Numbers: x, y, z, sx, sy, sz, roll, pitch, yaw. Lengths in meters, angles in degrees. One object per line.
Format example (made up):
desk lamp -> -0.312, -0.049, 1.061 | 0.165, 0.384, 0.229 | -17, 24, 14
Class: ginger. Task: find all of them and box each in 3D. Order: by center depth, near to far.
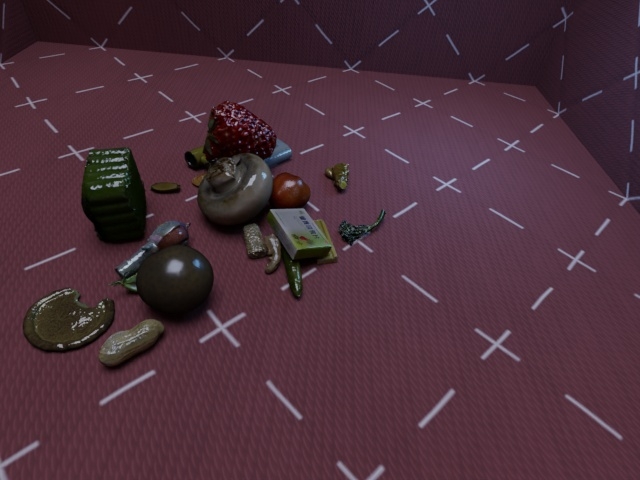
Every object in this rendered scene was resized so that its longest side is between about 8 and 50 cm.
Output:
ginger -> -0.196, 0.051, 1.680 | 0.070, 0.051, 0.173 | -3, 60, -2
ginger -> 0.105, -0.341, 2.127 | 0.115, 0.081, 0.205 | -17, 47, -15

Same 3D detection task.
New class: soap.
soap -> 0.000, 0.001, 1.794 | 0.092, 0.037, 0.251 | -6, 45, -14

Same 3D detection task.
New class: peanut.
peanut -> -0.624, 0.334, 1.347 | 0.215, 0.090, 0.099 | -26, 42, -32

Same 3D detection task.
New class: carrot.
carrot -> -0.120, 0.087, 1.669 | 0.074, 0.074, 0.358 | -6, 46, -12

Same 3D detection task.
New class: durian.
durian -> -0.676, 0.137, 1.536 | 0.216, 0.100, 0.086 | -31, 53, -22

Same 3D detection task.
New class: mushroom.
mushroom -> -0.393, -0.247, 1.797 | 0.363, 0.294, 0.361 | -16, 48, 19

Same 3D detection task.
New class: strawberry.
strawberry -> -0.386, -0.498, 2.007 | 0.346, 0.316, 0.295 | 13, 11, -17

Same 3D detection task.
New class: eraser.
eraser -> -0.295, -0.472, 2.224 | 0.227, 0.081, 0.174 | -31, 58, -33

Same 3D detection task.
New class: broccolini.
broccolini -> 0.191, -0.082, 1.882 | 0.272, 0.062, 0.123 | -34, 71, -27

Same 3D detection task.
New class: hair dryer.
hair dryer -> -0.559, -0.403, 2.113 | 0.279, 0.090, 0.135 | 29, 41, 22

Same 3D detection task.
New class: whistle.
whistle -> -0.654, 0.028, 1.628 | 0.142, 0.133, 0.346 | -14, 26, 53

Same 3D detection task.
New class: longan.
longan -> -0.515, 0.138, 1.447 | 0.259, 0.257, 0.257 | 3, 44, -3

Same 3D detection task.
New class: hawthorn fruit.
hawthorn fruit -> -0.163, -0.202, 1.907 | 0.197, 0.196, 0.225 | 23, 71, 17

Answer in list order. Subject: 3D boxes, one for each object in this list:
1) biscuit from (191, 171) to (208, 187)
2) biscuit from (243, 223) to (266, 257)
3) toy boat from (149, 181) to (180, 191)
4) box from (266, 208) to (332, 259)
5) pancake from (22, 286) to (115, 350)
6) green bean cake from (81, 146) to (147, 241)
biscuit -> -0.573, -0.306, 2.062 | 0.118, 0.023, 0.140 | 31, 49, 25
biscuit -> -0.282, 0.002, 1.743 | 0.082, 0.070, 0.168 | -13, 50, -9
toy boat -> -0.758, -0.259, 1.981 | 0.149, 0.049, 0.047 | -2, 86, -2
box -> -0.092, -0.034, 1.711 | 0.175, 0.062, 0.260 | -5, 43, -36
pancake -> -0.880, 0.266, 1.430 | 0.286, 0.033, 0.288 | -23, 51, -26
green bean cake -> -0.868, -0.197, 1.705 | 0.218, 0.318, 0.334 | -10, 45, -14
